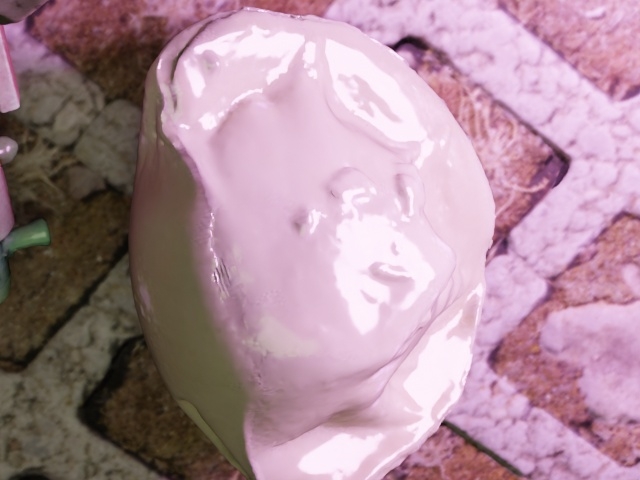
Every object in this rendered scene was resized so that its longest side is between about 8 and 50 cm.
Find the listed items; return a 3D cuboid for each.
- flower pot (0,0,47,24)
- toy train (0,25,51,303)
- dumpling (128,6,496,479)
[{"bbox_3d":[-0.271,-0.281,1.207,0.259,0.290,0.290,34,107,-34],"label":"flower pot"},{"bbox_3d":[-0.325,-0.048,1.373,0.221,0.150,0.304,-17,125,-15],"label":"toy train"},{"bbox_3d":[0.000,0.000,1.444,0.315,0.233,0.395,-28,105,-30],"label":"dumpling"}]
